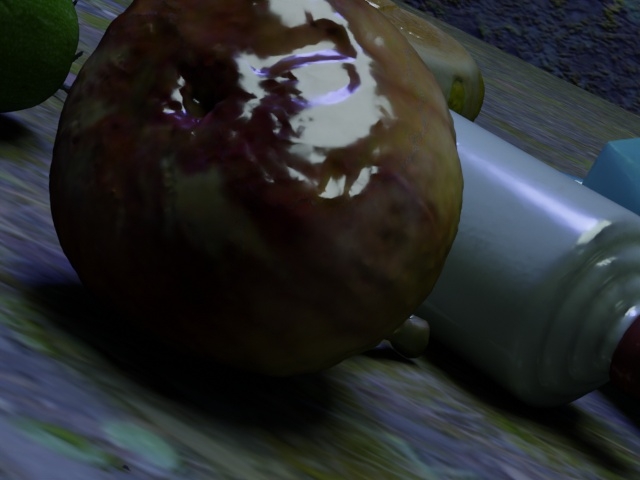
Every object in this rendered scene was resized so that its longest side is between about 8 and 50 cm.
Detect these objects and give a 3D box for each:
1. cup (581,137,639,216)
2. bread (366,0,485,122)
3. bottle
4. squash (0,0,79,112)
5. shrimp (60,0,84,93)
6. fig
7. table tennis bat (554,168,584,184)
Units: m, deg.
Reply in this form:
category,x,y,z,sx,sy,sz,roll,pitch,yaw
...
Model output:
category,x,y,z,sx,sy,sz,roll,pitch,yaw
cup,0.216,0.051,0.857,0.134,0.148,0.236,20,21,-20
bread,0.019,-0.133,1.272,0.213,0.105,0.213,27,14,-7
bottle,0.084,0.007,0.814,0.245,0.104,0.104,34,15,38
squash,-0.245,-0.125,0.705,0.395,0.107,0.107,14,17,-48
shrimp,-0.178,-0.128,1.002,0.082,0.076,0.174,64,-4,-17
fig,0.007,-0.010,0.659,0.230,0.143,0.160,25,41,-38
table tennis bat,0.169,-0.052,1.396,0.244,0.040,0.153,22,13,5
